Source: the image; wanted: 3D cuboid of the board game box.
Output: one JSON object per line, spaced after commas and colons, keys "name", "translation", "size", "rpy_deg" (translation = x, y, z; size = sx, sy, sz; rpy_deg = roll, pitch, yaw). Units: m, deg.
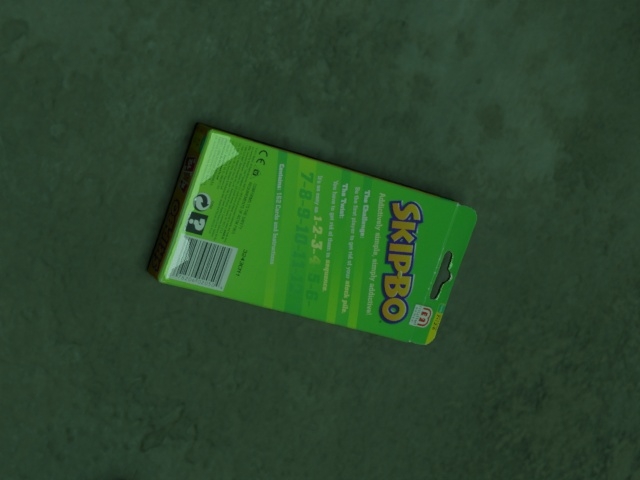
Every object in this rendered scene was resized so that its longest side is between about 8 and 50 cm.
{"name": "board game box", "translation": [0.000, 0.000, 1.321], "size": [0.259, 0.039, 0.124], "rpy_deg": [16, 98, -28]}
